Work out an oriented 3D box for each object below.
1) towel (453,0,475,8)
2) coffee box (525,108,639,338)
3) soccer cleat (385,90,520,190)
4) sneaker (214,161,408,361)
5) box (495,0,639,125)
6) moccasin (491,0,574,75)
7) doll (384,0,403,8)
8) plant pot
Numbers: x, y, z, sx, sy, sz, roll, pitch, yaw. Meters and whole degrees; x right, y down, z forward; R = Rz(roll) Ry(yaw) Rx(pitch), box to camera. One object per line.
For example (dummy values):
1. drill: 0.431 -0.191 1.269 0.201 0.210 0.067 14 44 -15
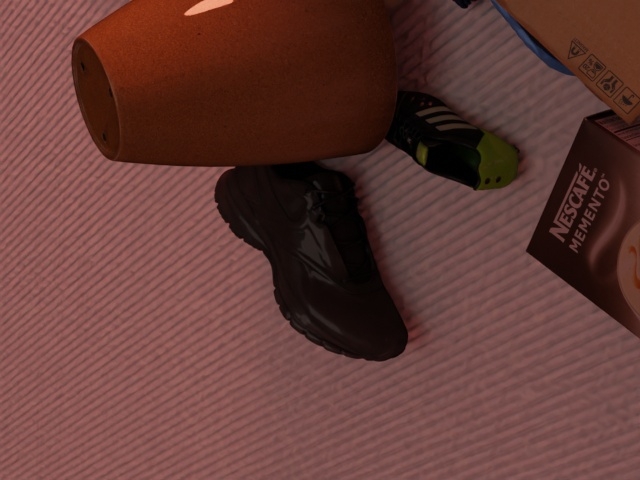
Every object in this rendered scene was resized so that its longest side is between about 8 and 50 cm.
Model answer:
1. towel: 0.106 -0.268 1.162 0.029 0.067 0.119 -25 83 10
2. coffee box: 0.302 0.015 1.026 0.246 0.098 0.141 40 128 31
3. soccer cleat: 0.105 -0.095 1.215 0.179 0.072 0.060 29 123 37
4. sneaker: 0.000 0.000 1.340 0.286 0.109 0.130 51 128 19
5. box: 0.220 -0.214 0.985 0.201 0.021 0.164 44 117 5
6. moccasin: 0.154 -0.295 1.077 0.342 0.138 0.117 48 126 4
7. doll: 0.026 -0.302 1.249 0.189 0.046 0.129 57 141 11
8. plant pot: -0.095 -0.163 1.226 0.237 0.254 0.237 44 144 44
